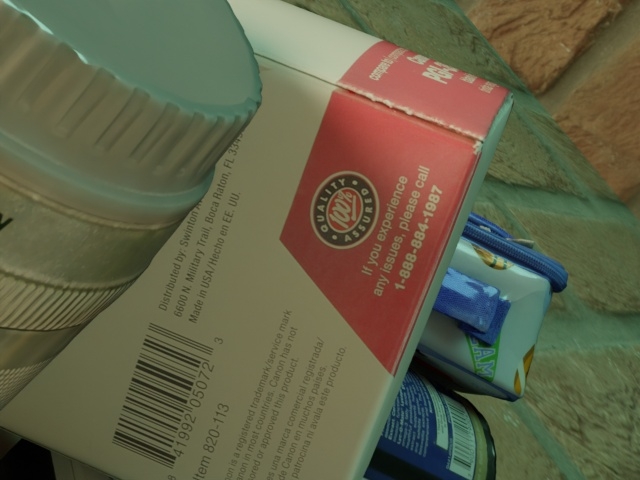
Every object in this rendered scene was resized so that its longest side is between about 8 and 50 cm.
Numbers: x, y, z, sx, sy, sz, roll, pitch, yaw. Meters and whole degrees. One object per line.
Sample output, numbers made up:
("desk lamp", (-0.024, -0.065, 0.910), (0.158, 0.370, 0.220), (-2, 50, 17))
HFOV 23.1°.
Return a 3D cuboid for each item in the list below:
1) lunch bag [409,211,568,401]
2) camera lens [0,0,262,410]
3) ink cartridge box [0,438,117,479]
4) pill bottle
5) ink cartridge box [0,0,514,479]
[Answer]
("lunch bag", (0.000, 0.000, 0.978), (0.303, 0.115, 0.243), (25, -8, -21))
("camera lens", (-0.183, -0.021, 0.530), (0.219, 0.274, 0.219), (42, 18, -17))
("ink cartridge box", (-0.009, 0.209, 0.783), (0.333, 0.065, 0.165), (31, 23, -37))
("pill bottle", (-0.006, 0.110, 0.902), (0.219, 0.123, 0.123), (31, 23, -41))
("ink cartridge box", (-0.085, -0.018, 0.696), (0.283, 0.207, 0.117), (23, 21, 7))
